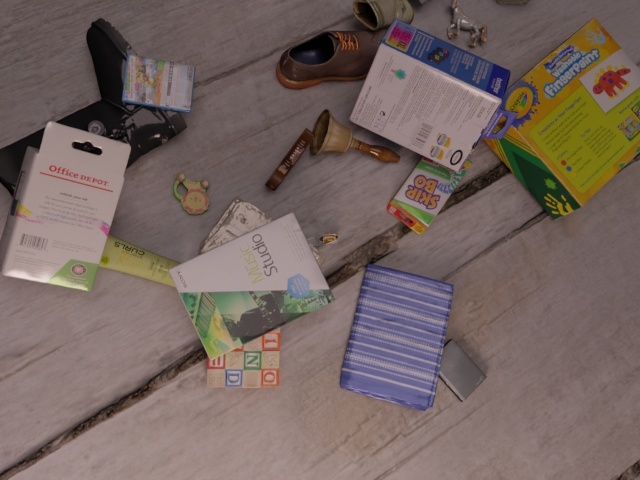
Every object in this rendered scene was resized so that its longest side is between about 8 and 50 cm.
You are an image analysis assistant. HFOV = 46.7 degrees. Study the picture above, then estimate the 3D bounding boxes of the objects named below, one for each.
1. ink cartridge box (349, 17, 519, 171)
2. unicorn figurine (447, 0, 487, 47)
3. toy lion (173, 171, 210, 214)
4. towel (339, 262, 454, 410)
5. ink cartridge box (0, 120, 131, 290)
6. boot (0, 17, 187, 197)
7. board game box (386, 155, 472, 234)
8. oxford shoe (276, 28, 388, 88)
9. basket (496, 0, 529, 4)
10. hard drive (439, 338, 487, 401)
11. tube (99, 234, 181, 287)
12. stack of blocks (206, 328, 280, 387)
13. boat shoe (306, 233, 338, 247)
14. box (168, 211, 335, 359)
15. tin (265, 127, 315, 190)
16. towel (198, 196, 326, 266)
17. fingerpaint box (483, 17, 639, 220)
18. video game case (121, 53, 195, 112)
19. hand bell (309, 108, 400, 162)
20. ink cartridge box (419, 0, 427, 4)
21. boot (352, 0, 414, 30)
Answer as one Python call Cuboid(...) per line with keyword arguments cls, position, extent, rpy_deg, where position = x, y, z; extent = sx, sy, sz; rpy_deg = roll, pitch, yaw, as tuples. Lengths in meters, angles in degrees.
Cuboid(cls="ink cartridge box", position=(0.306, -0.358, 1.918), extent=(0.395, 0.270, 0.151), rpy_deg=(27, 50, 2))
Cuboid(cls="unicorn figurine", position=(0.416, -0.633, 2.154), extent=(0.161, 0.060, 0.111), rpy_deg=(25, 72, -22))
Cuboid(cls="toy lion", position=(-0.328, -0.115, 1.887), extent=(0.100, 0.034, 0.096), rpy_deg=(17, 81, -7))
Cuboid(cls="towel", position=(0.198, 0.245, 1.897), extent=(0.243, 0.040, 0.336), rpy_deg=(14, 73, 1))
Cuboid(cls="ink cartridge box", position=(-0.583, -0.083, 1.686), extent=(0.207, 0.119, 0.354), rpy_deg=(15, 96, -33))
Cuboid(cls="boot", position=(-0.614, -0.295, 1.822), extent=(0.445, 0.146, 0.367), rpy_deg=(-37, 84, -13))
Cuboid(cls="board game box", position=(0.297, -0.150, 2.021), extent=(0.124, 0.039, 0.259), rpy_deg=(36, 75, 0))
Cuboid(cls="oxford shoe", position=(0.062, -0.508, 2.005), extent=(0.363, 0.133, 0.130), rpy_deg=(-22, 81, -16))
Cuboid(cls="basket", position=(0.578, -0.793, 2.196), extent=(0.113, 0.103, 0.167), rpy_deg=(-1, 76, -12))
Cuboid(cls="hard drive", position=(0.354, 0.336, 1.920), extent=(0.094, 0.022, 0.135), rpy_deg=(-41, 88, -18))
Cuboid(cls="tube", position=(-0.453, 0.051, 1.807), extent=(0.240, 0.062, 0.070), rpy_deg=(19, 39, 0))
Cuboid(cls="stack of blocks", position=(-0.183, 0.199, 1.781), extent=(0.171, 0.087, 0.297), rpy_deg=(1, 85, -7))
Cuboid(cls="boat shoe", position=(0.000, 0.000, 1.921), extent=(0.100, 0.035, 0.035), rpy_deg=(-7, 78, -13))
Cuboid(cls="box", position=(-0.159, 0.104, 1.717), extent=(0.321, 0.058, 0.232), rpy_deg=(-26, 89, -7))
Cuboid(cls="tin", position=(-0.078, -0.209, 1.921), extent=(0.040, 0.106, 0.190), rpy_deg=(37, 73, -9))
Cuboid(cls="towel", position=(-0.150, 0.035, 1.870), extent=(0.282, 0.049, 0.187), rpy_deg=(36, 80, -3))
Cuboid(cls="fingerpaint box", position=(0.710, -0.342, 2.083), extent=(0.444, 0.163, 0.371), rpy_deg=(-40, 88, -18))
Cuboid(cls="video game case", position=(-0.394, -0.383, 1.811), extent=(0.166, 0.015, 0.119), rpy_deg=(7, 83, -18))
Cuboid(cls="hand bell", position=(0.106, -0.254, 1.983), extent=(0.241, 0.126, 0.126), rpy_deg=(15, 74, -19))
Cuboid(cls="ink cartridge box", position=(0.319, -0.835, 2.121), extent=(0.198, 0.115, 0.273), rpy_deg=(44, 60, 1))
Cuboid(cls="boot", position=(0.147, -0.678, 2.062), extent=(0.165, 0.077, 0.213), rpy_deg=(-24, 76, -39))
